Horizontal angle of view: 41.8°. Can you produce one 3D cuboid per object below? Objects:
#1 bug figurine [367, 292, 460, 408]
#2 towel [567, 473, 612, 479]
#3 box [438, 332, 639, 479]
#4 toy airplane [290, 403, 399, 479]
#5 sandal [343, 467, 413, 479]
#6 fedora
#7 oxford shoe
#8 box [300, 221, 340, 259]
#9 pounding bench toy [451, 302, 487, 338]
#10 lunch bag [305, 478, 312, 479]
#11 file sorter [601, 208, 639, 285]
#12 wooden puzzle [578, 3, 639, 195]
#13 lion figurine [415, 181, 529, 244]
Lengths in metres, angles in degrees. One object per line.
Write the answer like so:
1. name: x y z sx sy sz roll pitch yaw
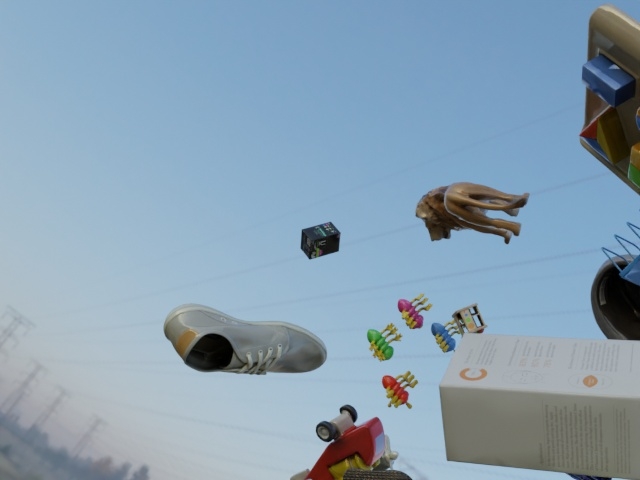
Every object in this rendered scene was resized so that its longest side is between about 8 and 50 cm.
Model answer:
1. bug figurine: 0.214 0.258 2.011 0.216 0.279 0.072 56 -27 -16
2. towel: 0.485 0.427 1.870 0.227 0.076 0.308 42 -1 -43
3. box: 0.416 0.296 1.546 0.345 0.215 0.168 0 -70 23
4. toy airplane: 0.062 0.691 2.398 0.272 0.386 0.384 40 -12 19
5. sandal: 0.143 0.574 1.983 0.179 0.067 0.040 6 -25 18
6. fedora: 0.826 0.161 2.138 0.275 0.124 0.244 53 -49 29
7. oxford shoe: -0.170 0.270 2.027 0.449 0.169 0.130 19 28 -35
8. box: 0.000 0.000 2.036 0.052 0.083 0.062 50 -35 42
9. pounding bench toy: 0.329 0.186 1.862 0.083 0.052 0.065 100 -31 -72
10. lunch bag: -0.108 0.647 1.791 0.115 0.243 0.303 43 -43 0
11. file sorter: 0.726 0.003 1.846 0.118 0.170 0.104 19 31 -38
12. wooden puzzle: 0.595 -0.224 1.585 0.322 0.080 0.348 54 -15 38
13. lion figurine: 0.343 -0.080 1.938 0.240 0.142 0.392 18 -10 8
